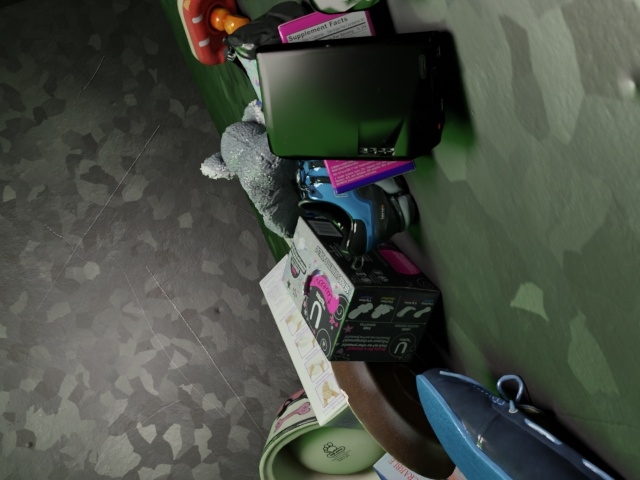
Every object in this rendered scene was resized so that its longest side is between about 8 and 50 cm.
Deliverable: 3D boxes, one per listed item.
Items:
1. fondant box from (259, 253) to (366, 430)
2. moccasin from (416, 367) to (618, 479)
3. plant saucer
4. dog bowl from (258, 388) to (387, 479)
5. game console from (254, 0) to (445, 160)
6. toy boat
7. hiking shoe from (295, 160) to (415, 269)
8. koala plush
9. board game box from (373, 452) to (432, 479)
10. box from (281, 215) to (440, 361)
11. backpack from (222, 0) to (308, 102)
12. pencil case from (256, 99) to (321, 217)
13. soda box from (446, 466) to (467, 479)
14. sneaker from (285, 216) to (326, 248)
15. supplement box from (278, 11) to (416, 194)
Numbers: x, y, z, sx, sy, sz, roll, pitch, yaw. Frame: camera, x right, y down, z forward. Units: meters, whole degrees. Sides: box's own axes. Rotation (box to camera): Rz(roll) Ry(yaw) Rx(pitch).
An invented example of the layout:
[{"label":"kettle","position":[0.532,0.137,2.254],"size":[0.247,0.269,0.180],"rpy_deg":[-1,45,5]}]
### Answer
[{"label":"fondant box","position":[0.043,0.198,1.254],"size":[0.238,0.096,0.330],"rpy_deg":[22,-150,-45]},{"label":"moccasin","position":[0.242,0.262,0.809],"size":[0.342,0.117,0.137],"rpy_deg":[44,156,57]},{"label":"plant saucer","position":[0.141,0.258,1.124],"size":[0.311,0.050,0.310],"rpy_deg":[38,-158,-19]},{"label":"dog bowl","position":[0.048,0.527,1.676],"size":[0.150,0.408,0.408],"rpy_deg":[-92,-11,-54]},{"label":"game console","position":[0.016,-0.260,0.691],"size":[0.213,0.044,0.361],"rpy_deg":[4,113,28]},{"label":"toy boat","position":[-0.228,-0.515,1.517],"size":[0.151,0.151,0.231],"rpy_deg":[24,148,28]},{"label":"hiking shoe","position":[0.006,-0.112,0.981],"size":[0.304,0.132,0.113],"rpy_deg":[49,163,12]},{"label":"koala plush","position":[-0.104,-0.150,1.188],"size":[0.221,0.196,0.203],"rpy_deg":[39,-178,34]},{"label":"board game box","position":[0.266,0.575,1.208],"size":[0.318,0.066,0.319],"rpy_deg":[59,163,-22]},{"label":"box","position":[0.054,0.079,1.098],"size":[0.247,0.163,0.142],"rpy_deg":[52,131,55]},{"label":"backpack","position":[-0.060,-0.282,1.088],"size":[0.115,0.152,0.182],"rpy_deg":[52,169,44]},{"label":"pencil case","position":[-0.062,-0.170,1.370],"size":[0.119,0.133,0.306],"rpy_deg":[18,-147,-45]},{"label":"soda box","position":[0.260,0.424,1.212],"size":[0.058,0.063,0.183],"rpy_deg":[79,164,-60]},{"label":"sneaker","position":[0.000,0.000,1.537],"size":[0.150,0.135,0.365],"rpy_deg":[-70,-40,-60]},{"label":"supplement box","position":[0.033,-0.187,0.840],"size":[0.111,0.114,0.220],"rpy_deg":[-98,-10,-73]}]
